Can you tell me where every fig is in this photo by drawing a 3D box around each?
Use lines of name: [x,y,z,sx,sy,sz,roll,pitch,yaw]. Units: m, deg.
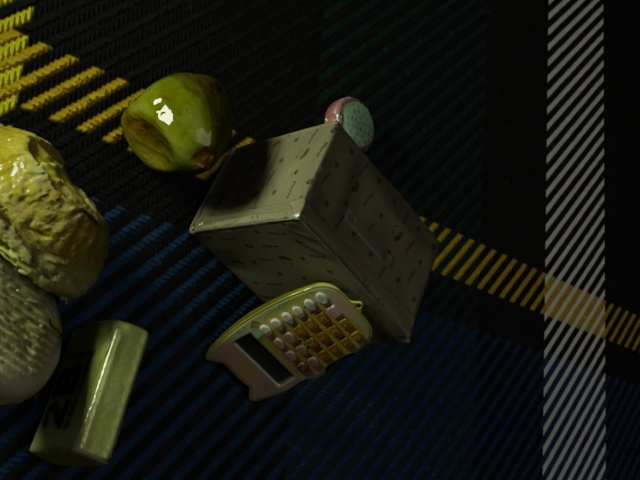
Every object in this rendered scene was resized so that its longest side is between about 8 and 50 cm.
fig: [-0.191,-0.154,1.317,0.154,0.165,0.144,-1,120,-21]

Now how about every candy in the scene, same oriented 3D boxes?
candy: [0.051,-0.198,1.677,0.103,0.043,0.103,11,74,-44]

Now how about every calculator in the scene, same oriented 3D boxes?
calculator: [-0.038,0.142,1.390,0.157,0.237,0.033,50,21,-30]

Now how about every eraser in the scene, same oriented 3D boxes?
eraser: [-0.282,0.185,1.173,0.058,0.117,0.172,34,59,-35]

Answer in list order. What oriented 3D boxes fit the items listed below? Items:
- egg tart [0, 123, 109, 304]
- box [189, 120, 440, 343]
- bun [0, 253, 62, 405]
egg tart: [-0.325,-0.050,1.122,0.252,0.098,0.232,57,8,7]
box: [0.000,0.000,1.443,0.297,0.225,0.190,48,51,-33]
bun: [-0.389,0.075,1.058,0.210,0.116,0.237,39,24,-49]
